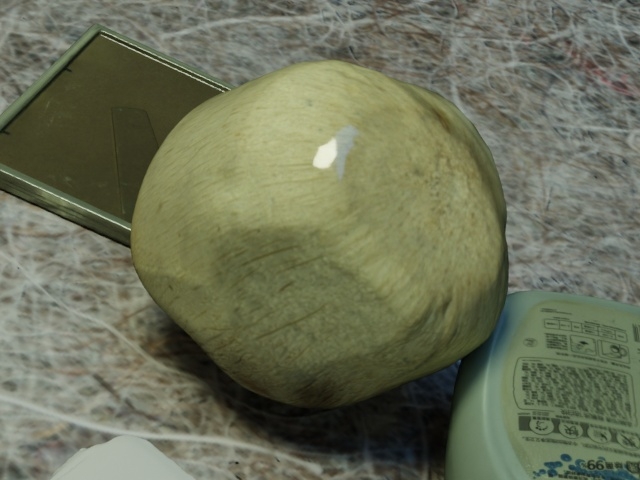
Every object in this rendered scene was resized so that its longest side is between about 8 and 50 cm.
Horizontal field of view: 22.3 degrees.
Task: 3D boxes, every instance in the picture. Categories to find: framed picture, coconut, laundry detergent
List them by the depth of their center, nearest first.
[{"bbox_3d":[0.175,0.159,0.887,0.215,0.105,0.280,15,36,-10],"label":"laundry detergent"},{"bbox_3d":[0.000,0.000,0.942,0.224,0.224,0.224,12,38,-10],"label":"coconut"},{"bbox_3d":[-0.132,-0.073,1.108,0.150,0.015,0.203,24,37,5],"label":"framed picture"}]

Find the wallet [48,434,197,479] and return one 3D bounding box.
[{"bbox_3d":[-0.063,0.171,0.826,0.190,0.033,0.095,35,38,18],"label":"wallet"}]
